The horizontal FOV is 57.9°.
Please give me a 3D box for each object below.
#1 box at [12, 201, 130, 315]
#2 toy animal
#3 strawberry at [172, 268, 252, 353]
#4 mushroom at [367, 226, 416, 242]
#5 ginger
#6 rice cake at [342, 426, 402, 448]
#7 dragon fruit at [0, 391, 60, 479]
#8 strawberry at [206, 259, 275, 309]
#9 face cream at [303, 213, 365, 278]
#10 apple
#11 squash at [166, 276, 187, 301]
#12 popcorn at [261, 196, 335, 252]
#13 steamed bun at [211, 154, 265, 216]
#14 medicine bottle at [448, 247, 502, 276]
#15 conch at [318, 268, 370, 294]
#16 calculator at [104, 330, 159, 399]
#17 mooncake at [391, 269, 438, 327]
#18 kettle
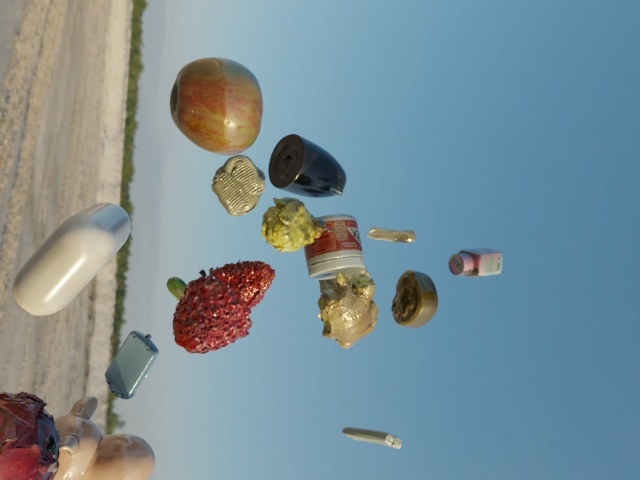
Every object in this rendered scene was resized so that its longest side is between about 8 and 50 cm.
[{"bbox_3d":[-0.628,0.037,1.488,0.289,0.141,0.349,-45,-166,4],"label":"box"},{"bbox_3d":[-0.633,0.606,1.616,0.237,0.326,0.270,-101,-173,-72],"label":"toy animal"},{"bbox_3d":[-0.316,0.222,1.594,0.178,0.233,0.234,-52,167,-49],"label":"strawberry"},{"bbox_3d":[0.293,-0.023,2.400,0.054,0.201,0.059,-90,-176,-79],"label":"mushroom"},{"bbox_3d":[0.066,0.159,1.354,0.102,0.157,0.216,48,-21,51],"label":"ginger"},{"bbox_3d":[0.178,0.683,2.018,0.221,0.080,0.042,-10,-129,48],"label":"rice cake"},{"bbox_3d":[-0.733,0.468,1.261,0.295,0.301,0.296,165,-90,-87],"label":"dragon fruit"},{"bbox_3d":[-0.265,0.158,1.824,0.286,0.188,0.106,-28,-149,40],"label":"strawberry"},{"bbox_3d":[0.042,0.024,2.002,0.201,0.200,0.187,141,-58,-64],"label":"face cream"},{"bbox_3d":[-0.280,-0.360,1.561,0.256,0.233,0.257,-7,-98,60],"label":"apple"},{"bbox_3d":[-0.483,0.223,2.137,0.229,0.066,0.066,54,-9,-19],"label":"squash"},{"bbox_3d":[-0.081,-0.038,1.777,0.173,0.195,0.169,-24,-128,35],"label":"popcorn"},{"bbox_3d":[-0.320,-0.222,2.334,0.218,0.211,0.144,51,3,-2],"label":"steamed bun"},{"bbox_3d":[0.565,0.081,2.132,0.119,0.187,0.095,13,-75,56],"label":"medicine bottle"},{"bbox_3d":[0.091,0.199,2.364,0.158,0.210,0.292,-8,-82,41],"label":"conch"},{"bbox_3d":[-0.553,0.363,1.696,0.121,0.039,0.210,34,-85,24],"label":"calculator"},{"bbox_3d":[0.378,0.244,2.355,0.235,0.116,0.235,-168,-90,-70],"label":"mooncake"},{"bbox_3d":[-0.036,-0.277,2.195,0.207,0.290,0.268,-54,-135,23],"label":"kettle"}]
